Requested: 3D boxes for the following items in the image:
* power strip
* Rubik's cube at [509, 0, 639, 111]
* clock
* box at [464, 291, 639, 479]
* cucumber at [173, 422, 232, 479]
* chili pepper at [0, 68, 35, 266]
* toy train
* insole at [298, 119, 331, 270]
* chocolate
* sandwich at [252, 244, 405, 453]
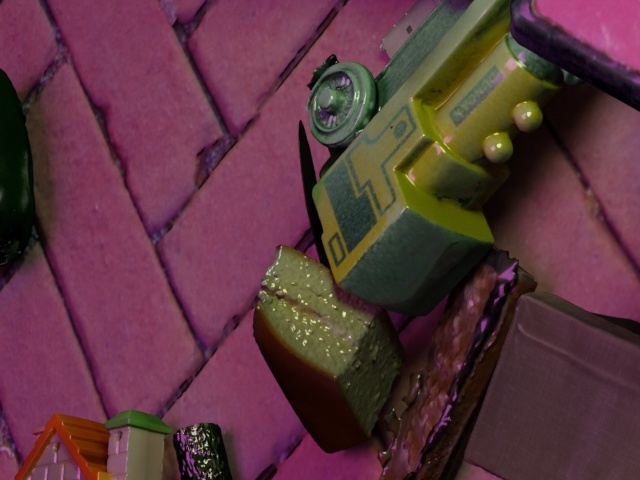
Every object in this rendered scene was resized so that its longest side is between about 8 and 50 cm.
[{"bbox_3d":[0.095,-0.210,1.854,0.090,0.016,0.040,-45,50,29],"label":"power strip"},{"bbox_3d":[0.374,-0.192,1.278,0.316,0.313,0.318,34,106,30],"label":"Rubik's cube"},{"bbox_3d":[-0.254,0.319,2.043,0.219,0.106,0.255,-15,65,43],"label":"clock"},{"bbox_3d":[0.259,0.151,1.483,0.231,0.149,0.155,24,98,48],"label":"box"},{"bbox_3d":[-0.107,0.281,1.923,0.058,0.058,0.187,-35,58,37],"label":"cucumber"},{"bbox_3d":[-0.466,-0.093,2.286,0.233,0.248,0.257,-10,69,21],"label":"chili pepper"},{"bbox_3d":[0.134,-0.133,1.675,0.369,0.150,0.237,-49,39,28],"label":"toy train"},{"bbox_3d":[0.000,0.000,1.781,0.005,0.253,0.086,-6,35,8],"label":"insole"},{"bbox_3d":[0.111,0.157,1.712,0.329,0.065,0.102,-67,23,10],"label":"chocolate"},{"bbox_3d":[0.012,0.112,1.728,0.096,0.258,0.094,11,60,26],"label":"sandwich"}]
